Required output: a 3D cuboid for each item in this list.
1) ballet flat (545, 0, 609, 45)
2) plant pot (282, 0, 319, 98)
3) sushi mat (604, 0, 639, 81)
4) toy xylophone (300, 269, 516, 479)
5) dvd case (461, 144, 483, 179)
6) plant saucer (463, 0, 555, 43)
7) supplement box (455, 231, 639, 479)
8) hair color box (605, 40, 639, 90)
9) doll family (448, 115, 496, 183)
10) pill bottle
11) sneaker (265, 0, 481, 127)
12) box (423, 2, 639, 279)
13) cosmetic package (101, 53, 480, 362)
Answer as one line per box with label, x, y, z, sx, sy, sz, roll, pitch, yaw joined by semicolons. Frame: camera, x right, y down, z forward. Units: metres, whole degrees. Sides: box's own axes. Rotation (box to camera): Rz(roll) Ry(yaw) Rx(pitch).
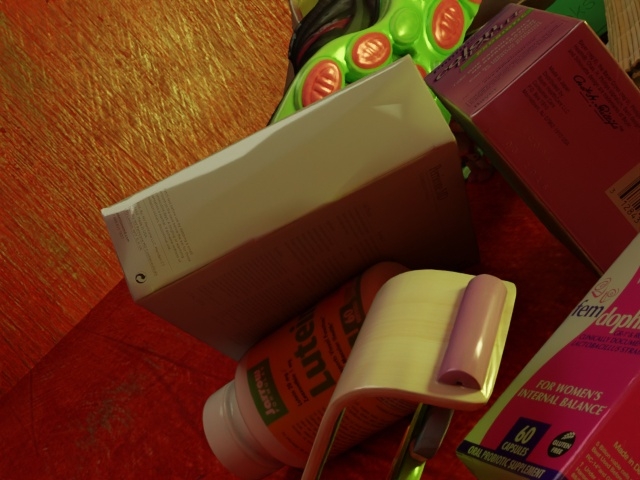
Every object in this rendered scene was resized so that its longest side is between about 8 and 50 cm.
ballet flat;0.449;-0.382;1.310;0.483;0.164;0.182;-38;-5;24
plant pot;0.075;-0.251;1.542;0.334;0.334;0.305;-53;-5;-35
sushi mat;0.329;-0.258;0.994;0.151;0.019;0.316;-54;8;32
toy xylophone;0.023;0.173;0.645;0.322;0.081;0.236;105;-171;-46
dvd case;0.176;-0.092;1.435;0.119;0.013;0.087;-25;22;51
plant saucer;0.253;-0.357;1.324;0.311;0.050;0.310;-37;28;23
supplement box;0.208;0.093;0.620;0.220;0.114;0.111;-45;13;-16
hair color box;0.416;-0.269;0.940;0.338;0.110;0.185;-58;8;21
doll family;0.212;-0.168;1.252;0.118;0.163;0.263;-46;15;-13
pill bottle;0.005;0.137;0.980;0.246;0.136;0.136;-35;16;26
sneaker;0.052;-0.197;1.203;0.202;0.185;0.482;-28;25;50
box;0.219;-0.089;0.907;0.117;0.213;0.243;-41;14;8
cosmetic package;0.000;0.000;0.969;0.285;0.097;0.377;-25;-19;4
